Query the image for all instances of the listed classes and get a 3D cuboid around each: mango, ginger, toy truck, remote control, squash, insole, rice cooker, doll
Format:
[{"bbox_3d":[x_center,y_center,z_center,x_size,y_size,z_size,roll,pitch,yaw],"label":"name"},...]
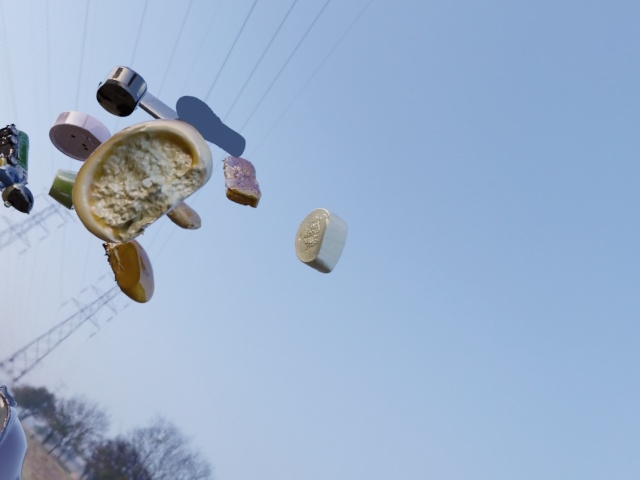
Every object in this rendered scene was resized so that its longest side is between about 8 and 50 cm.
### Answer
[{"bbox_3d":[-0.638,0.102,1.806,0.154,0.126,0.252,-116,-174,-71],"label":"mango"},{"bbox_3d":[-0.623,-0.218,2.091,0.348,0.122,0.363,48,14,-41],"label":"ginger"},{"bbox_3d":[-1.041,-0.280,1.783,0.125,0.101,0.242,65,8,-59],"label":"toy truck"},{"bbox_3d":[-0.717,-0.574,2.232,0.377,0.107,0.044,37,-46,26],"label":"remote control"},{"bbox_3d":[-1.047,-0.217,2.200,0.123,0.170,0.170,23,-23,-28],"label":"squash"},{"bbox_3d":[-0.353,-0.367,1.736,0.007,0.109,0.322,19,-7,37],"label":"insole"},{"bbox_3d":[-0.536,-0.402,1.432,0.112,0.106,0.165,35,-20,-28],"label":"rice cooker"},{"bbox_3d":[-0.894,-0.151,1.537,0.089,0.102,0.179,-30,-86,36],"label":"doll"}]

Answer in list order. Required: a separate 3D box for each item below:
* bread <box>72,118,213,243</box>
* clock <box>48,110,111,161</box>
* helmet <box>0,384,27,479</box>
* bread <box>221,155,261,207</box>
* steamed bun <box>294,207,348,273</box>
[{"bbox_3d":[-0.505,-0.159,1.583,0.329,0.424,0.245,47,-8,25],"label":"bread"},{"bbox_3d":[-0.851,-0.366,1.886,0.197,0.068,0.197,4,-33,3],"label":"clock"},{"bbox_3d":[-0.605,0.373,0.854,0.338,0.271,0.197,8,-48,27],"label":"helmet"},{"bbox_3d":[-0.292,-0.219,1.924,0.139,0.271,0.077,18,-61,-23],"label":"bread"},{"bbox_3d":[0.000,0.000,2.218,0.155,0.250,0.200,18,-6,37],"label":"steamed bun"}]
